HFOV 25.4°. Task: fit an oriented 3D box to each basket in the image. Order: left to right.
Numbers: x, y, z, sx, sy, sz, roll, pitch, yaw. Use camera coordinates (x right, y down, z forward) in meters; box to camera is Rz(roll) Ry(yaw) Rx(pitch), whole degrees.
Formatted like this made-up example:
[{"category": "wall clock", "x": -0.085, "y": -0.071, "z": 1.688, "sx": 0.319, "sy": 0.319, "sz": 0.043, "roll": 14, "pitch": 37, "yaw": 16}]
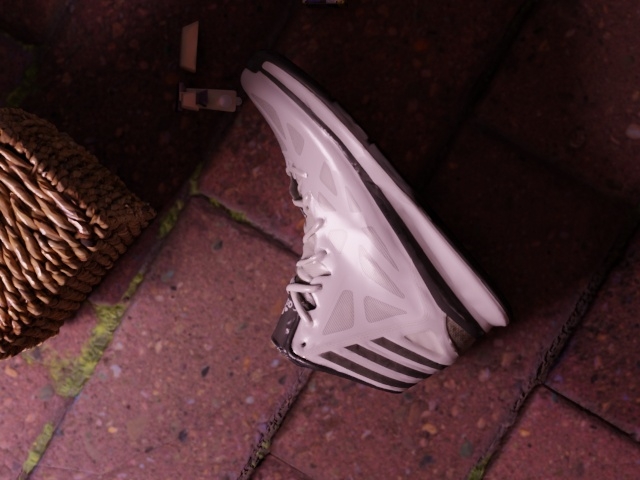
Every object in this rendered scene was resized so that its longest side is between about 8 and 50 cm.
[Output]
[{"category": "basket", "x": -0.360, "y": -0.013, "z": 1.666, "sx": 0.213, "sy": 0.299, "sz": 0.223, "roll": 41, "pitch": 96, "yaw": 1}]

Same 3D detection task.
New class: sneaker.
[{"category": "sneaker", "x": 0.000, "y": 0.000, "z": 1.707, "sx": 0.257, "sy": 0.169, "sz": 0.447, "roll": -40, "pitch": 93, "yaw": 4}]

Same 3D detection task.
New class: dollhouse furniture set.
[{"category": "dollhouse furniture set", "x": -0.132, "y": -0.214, "z": 1.752, "sx": 0.081, "sy": 0.091, "sz": 0.114, "roll": 3, "pitch": 92, "yaw": -11}]

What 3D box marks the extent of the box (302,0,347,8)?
[{"category": "box", "x": 0.007, "y": -0.371, "z": 1.733, "sx": 0.054, "sy": 0.059, "sz": 0.168, "roll": 2, "pitch": 94, "yaw": 5}]
